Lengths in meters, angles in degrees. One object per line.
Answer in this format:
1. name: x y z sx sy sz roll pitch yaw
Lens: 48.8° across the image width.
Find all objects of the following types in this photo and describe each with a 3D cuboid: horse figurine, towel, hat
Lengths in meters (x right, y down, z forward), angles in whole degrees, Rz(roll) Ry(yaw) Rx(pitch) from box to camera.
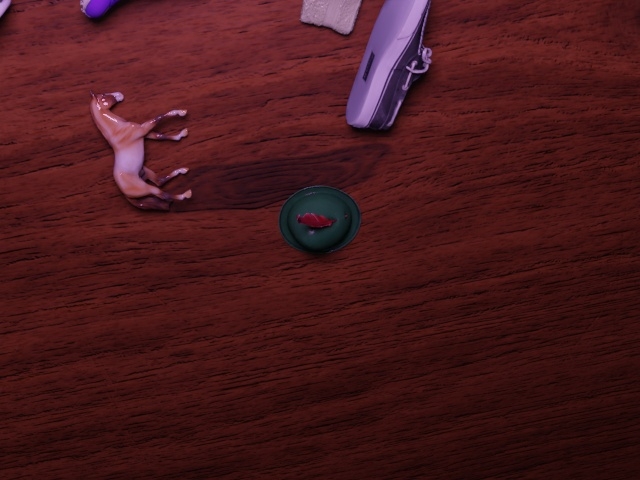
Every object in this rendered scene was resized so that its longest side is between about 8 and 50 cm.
1. horse figurine: -0.341 -0.159 1.360 0.175 0.066 0.263 -5 122 -13
2. towel: 0.028 -0.448 1.255 0.110 0.027 0.148 12 121 -16
3. hat: 0.000 0.000 1.453 0.209 0.183 0.173 19 118 -21

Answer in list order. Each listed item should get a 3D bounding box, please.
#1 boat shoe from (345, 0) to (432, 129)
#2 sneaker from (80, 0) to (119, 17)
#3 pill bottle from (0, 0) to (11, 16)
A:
1. boat shoe: 0.148 -0.334 1.303 0.105 0.113 0.306 7 125 -22
2. sneaker: -0.265 -0.452 1.155 0.293 0.102 0.146 -42 121 17
3. pill bottle: -0.600 -0.410 1.122 0.103 0.103 0.184 -40 121 16
